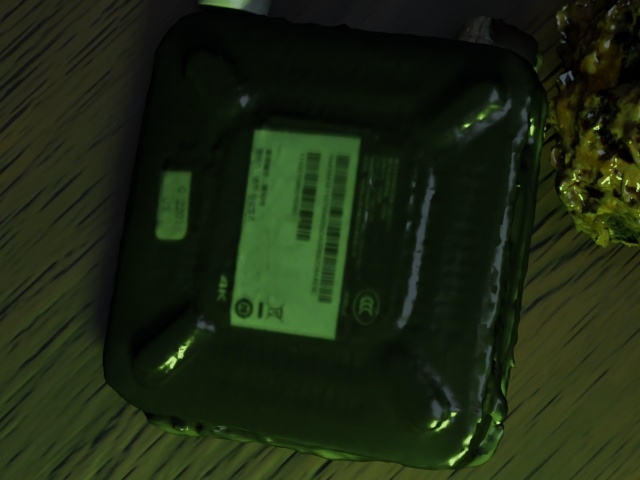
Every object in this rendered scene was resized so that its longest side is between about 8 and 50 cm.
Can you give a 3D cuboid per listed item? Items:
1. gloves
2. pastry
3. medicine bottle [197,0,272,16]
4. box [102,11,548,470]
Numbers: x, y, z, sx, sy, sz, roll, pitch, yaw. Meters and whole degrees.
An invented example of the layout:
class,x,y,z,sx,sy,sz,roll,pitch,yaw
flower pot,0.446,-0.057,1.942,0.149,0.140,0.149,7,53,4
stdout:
class,x,y,z,sx,sy,sz,roll,pitch,yaw
gloves,0.136,-0.119,1.483,0.110,0.094,0.144,46,66,-15
pastry,0.268,-0.099,1.413,0.192,0.275,0.275,-23,92,-1
medicine bottle,-0.061,-0.261,1.468,0.079,0.079,0.140,12,89,-6
box,0.000,0.000,1.412,0.350,0.091,0.359,7,88,21
